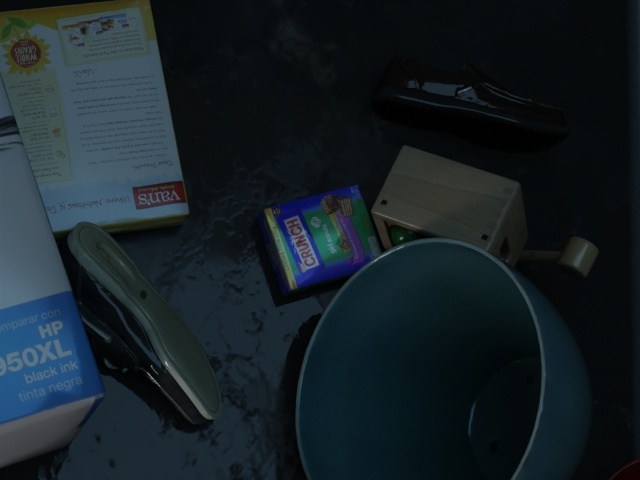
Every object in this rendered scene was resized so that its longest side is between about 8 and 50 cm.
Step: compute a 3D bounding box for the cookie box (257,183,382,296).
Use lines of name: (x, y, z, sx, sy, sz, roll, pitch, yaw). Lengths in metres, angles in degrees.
cookie box: (0.000, 0.000, 1.533, 0.107, 0.040, 0.092, -16, 80, -17)

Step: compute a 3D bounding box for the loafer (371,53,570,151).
loafer: (0.168, -0.155, 1.598, 0.220, 0.080, 0.078, 14, 72, -10)

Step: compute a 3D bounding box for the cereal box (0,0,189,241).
cereal box: (-0.239, -0.122, 1.504, 0.173, 0.047, 0.240, -8, 77, -15)

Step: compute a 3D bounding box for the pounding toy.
pounding toy: (0.171, 0.013, 1.511, 0.206, 0.181, 0.094, 20, 70, 20)

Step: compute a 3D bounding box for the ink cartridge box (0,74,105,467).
ink cartridge box: (-0.341, 0.001, 1.316, 0.166, 0.285, 0.395, -16, 80, -19)

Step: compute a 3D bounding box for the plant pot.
plant pot: (0.148, 0.161, 1.425, 0.195, 0.290, 0.290, 20, 66, -44)

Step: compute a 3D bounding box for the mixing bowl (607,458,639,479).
mixing bowl: (0.334, 0.314, 1.496, 0.181, 0.098, 0.181, 4, 73, -13)

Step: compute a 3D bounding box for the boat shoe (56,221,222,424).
boat shoe: (-0.184, 0.092, 1.454, 0.079, 0.084, 0.233, -39, 95, 19)
